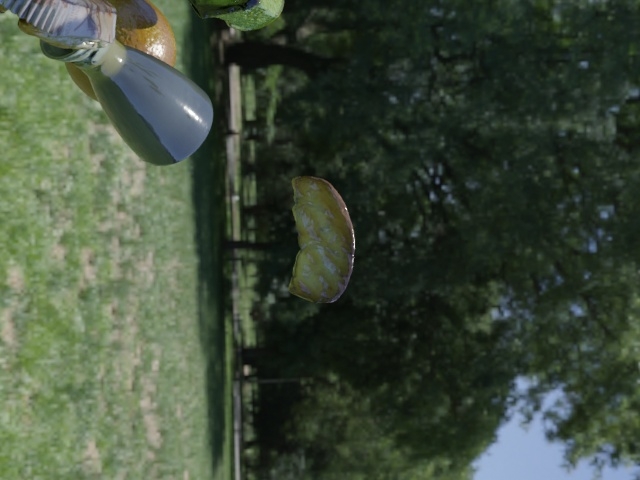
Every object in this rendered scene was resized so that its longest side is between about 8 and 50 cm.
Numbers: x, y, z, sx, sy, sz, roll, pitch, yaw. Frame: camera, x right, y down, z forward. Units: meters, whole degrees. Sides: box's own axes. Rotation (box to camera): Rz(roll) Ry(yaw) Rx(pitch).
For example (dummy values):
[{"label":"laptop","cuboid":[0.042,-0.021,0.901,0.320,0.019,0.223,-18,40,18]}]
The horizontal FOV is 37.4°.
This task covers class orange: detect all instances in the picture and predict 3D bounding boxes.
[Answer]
[{"label":"orange","cuboid":[-0.465,-0.441,2.189,0.274,0.274,0.274,178,-90,-87]}]

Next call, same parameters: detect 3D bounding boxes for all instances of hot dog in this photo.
[{"label":"hot dog","cuboid":[-0.339,-0.295,1.184,0.075,0.144,0.268,-58,177,12]}]

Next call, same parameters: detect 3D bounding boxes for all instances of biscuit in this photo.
[{"label":"biscuit","cuboid":[0.004,-0.001,2.223,0.045,0.154,0.299,-22,114,-87]}]

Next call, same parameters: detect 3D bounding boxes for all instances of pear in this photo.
[{"label":"pear","cuboid":[-0.184,-0.581,2.037,0.255,0.164,0.238,-13,91,-74]}]

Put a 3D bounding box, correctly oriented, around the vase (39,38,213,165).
[{"label":"vase","cuboid":[-0.333,-0.274,1.634,0.321,0.173,0.173,46,35,-55]}]
